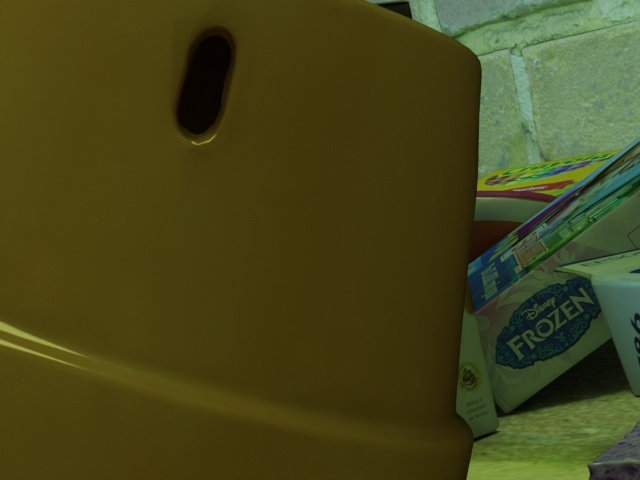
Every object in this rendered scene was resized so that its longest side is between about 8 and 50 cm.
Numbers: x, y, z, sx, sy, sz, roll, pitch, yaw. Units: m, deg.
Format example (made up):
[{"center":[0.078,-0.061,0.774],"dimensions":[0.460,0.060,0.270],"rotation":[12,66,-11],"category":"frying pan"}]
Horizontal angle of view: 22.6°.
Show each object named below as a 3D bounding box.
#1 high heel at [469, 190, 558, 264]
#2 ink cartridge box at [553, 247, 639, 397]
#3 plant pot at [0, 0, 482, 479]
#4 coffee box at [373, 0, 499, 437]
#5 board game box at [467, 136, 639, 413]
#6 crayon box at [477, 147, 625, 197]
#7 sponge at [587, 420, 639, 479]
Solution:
[{"center":[0.055,0.019,1.368],"dimensions":[0.377,0.127,0.181],"rotation":[-14,13,20],"category":"high heel"},{"center":[0.236,0.027,0.656],"dimensions":[0.165,0.065,0.333],"rotation":[-12,4,-13],"category":"ink cartridge box"},{"center":[-0.060,-0.005,0.640],"dimensions":[0.291,0.203,0.291],"rotation":[17,2,-1],"category":"plant pot"},{"center":[0.000,0.000,0.914],"dimensions":[0.098,0.246,0.141],"rotation":[-15,5,-37],"category":"coffee box"},{"center":[0.227,-0.028,1.073],"dimensions":[0.318,0.066,0.319],"rotation":[-37,1,6],"category":"board game box"},{"center":[0.196,-0.014,1.546],"dimensions":[0.202,0.081,0.318],"rotation":[-9,12,45],"category":"crayon box"},{"center":[0.222,0.078,0.644],"dimensions":[0.210,0.031,0.117],"rotation":[-10,4,30],"category":"sponge"}]
